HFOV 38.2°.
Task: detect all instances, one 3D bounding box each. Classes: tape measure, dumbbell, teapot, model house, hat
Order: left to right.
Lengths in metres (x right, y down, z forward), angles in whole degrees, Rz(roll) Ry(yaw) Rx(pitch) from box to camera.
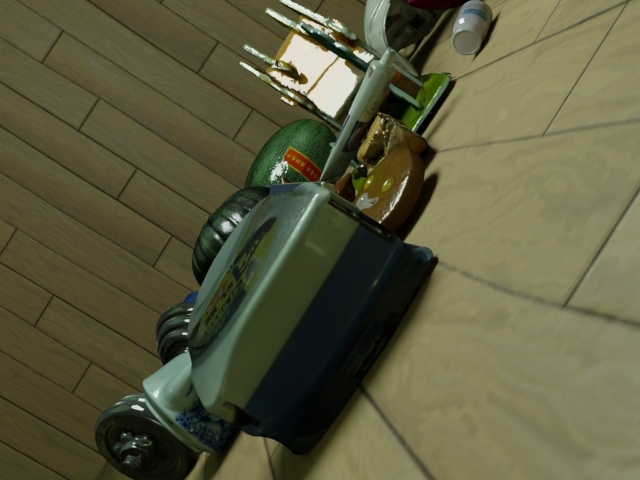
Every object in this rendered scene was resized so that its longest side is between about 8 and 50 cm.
[{"bbox_3d":[-0.267,0.268,1.673,0.179,0.179,0.406,-52,9,35],"label":"dumbbell"},{"bbox_3d":[-0.170,0.227,1.388,0.159,0.159,0.232,-59,-21,-11],"label":"teapot"},{"bbox_3d":[-0.034,0.063,1.006,0.259,0.138,0.262,-57,19,4],"label":"tape measure"},{"bbox_3d":[0.010,-0.248,1.531,0.242,0.313,0.357,-59,8,8],"label":"model house"},{"bbox_3d":[0.150,-0.434,1.919,0.258,0.168,0.301,-60,8,-23],"label":"hat"}]

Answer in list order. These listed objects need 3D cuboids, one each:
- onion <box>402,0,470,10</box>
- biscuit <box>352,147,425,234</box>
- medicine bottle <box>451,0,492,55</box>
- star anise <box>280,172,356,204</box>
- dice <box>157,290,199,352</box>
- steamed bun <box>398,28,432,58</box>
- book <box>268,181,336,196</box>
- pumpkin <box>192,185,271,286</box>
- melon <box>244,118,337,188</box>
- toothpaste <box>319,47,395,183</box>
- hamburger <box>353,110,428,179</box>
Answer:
[{"bbox_3d":[0.209,-0.554,1.662,0.276,0.276,0.276,-56,8,11],"label":"onion"},{"bbox_3d":[0.055,-0.011,1.155,0.236,0.039,0.180,-62,19,-6],"label":"biscuit"},{"bbox_3d":[0.227,-0.320,1.390,0.052,0.052,0.089,-50,11,45],"label":"medicine bottle"},{"bbox_3d":[-0.003,-0.006,1.335,0.212,0.111,0.196,-21,65,43],"label":"star anise"},{"bbox_3d":[-0.253,0.205,1.964,0.146,0.146,0.143,-57,6,8],"label":"dice"},{"bbox_3d":[0.201,-0.548,2.199,0.292,0.137,0.295,-55,9,27],"label":"steamed bun"},{"bbox_3d":[-0.051,0.055,1.233,0.191,0.025,0.269,7,85,66],"label":"book"},{"bbox_3d":[-0.132,0.017,1.776,0.250,0.216,0.250,-35,-25,-19],"label":"pumpkin"},{"bbox_3d":[-0.068,-0.141,2.067,0.287,0.182,0.182,-57,7,-11],"label":"melon"},{"bbox_3d":[0.056,-0.176,1.342,0.060,0.038,0.233,-26,-32,-52],"label":"toothpaste"},{"bbox_3d":[0.097,-0.119,1.302,0.176,0.087,0.102,-87,21,-82],"label":"hamburger"}]
